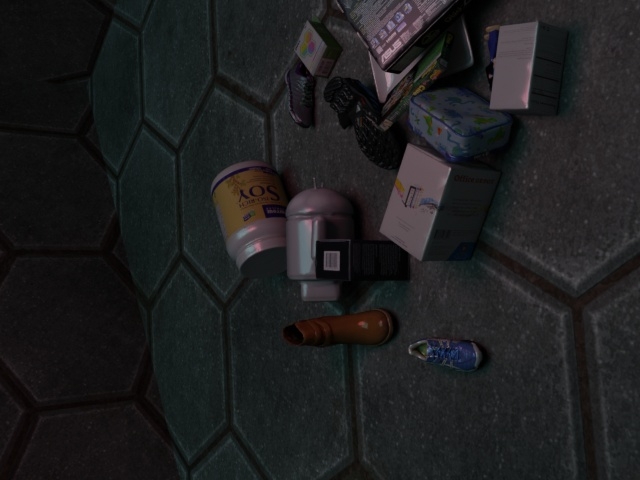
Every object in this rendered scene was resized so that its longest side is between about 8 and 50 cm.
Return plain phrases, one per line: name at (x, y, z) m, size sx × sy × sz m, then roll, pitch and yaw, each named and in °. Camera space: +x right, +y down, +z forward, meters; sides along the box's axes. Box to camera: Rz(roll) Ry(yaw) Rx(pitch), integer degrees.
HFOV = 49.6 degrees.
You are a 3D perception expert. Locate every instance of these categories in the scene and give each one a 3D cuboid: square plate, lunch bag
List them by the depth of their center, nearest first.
lunch bag at (0.321, -0.271, 1.592) m, size 0.219 × 0.176 × 0.090 m, roll 47°, pitch 148°, yaw 42°
square plate at (0.241, -0.565, 1.775) m, size 0.344 × 0.049 × 0.348 m, roll -11°, pitch 90°, yaw 54°

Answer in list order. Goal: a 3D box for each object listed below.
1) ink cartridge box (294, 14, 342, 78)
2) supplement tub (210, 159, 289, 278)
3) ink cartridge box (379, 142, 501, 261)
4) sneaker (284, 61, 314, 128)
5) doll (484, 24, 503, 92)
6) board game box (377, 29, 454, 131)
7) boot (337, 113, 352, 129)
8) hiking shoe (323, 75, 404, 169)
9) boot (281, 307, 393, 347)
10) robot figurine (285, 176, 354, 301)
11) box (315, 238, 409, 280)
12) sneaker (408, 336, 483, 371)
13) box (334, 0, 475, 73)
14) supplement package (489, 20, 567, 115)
ink cartridge box at (-0.020, -0.613, 2.167) m, size 0.109 × 0.062 × 0.209 m, roll -60°, pitch 44°, yaw 35°
supplement tub at (-0.211, -0.068, 2.271) m, size 0.241 × 0.240 × 0.332 m, roll -48°, pitch 53°, yaw 43°
ink cartridge box at (0.281, -0.090, 1.643) m, size 0.168 × 0.171 × 0.233 m, roll 39°, pitch 120°, yaw 47°
sneaker at (-0.056, -0.470, 2.201) m, size 0.098 × 0.083 × 0.224 m, roll -33°, pitch 62°, yaw 44°
doll at (0.395, -0.385, 1.561) m, size 0.129 × 0.046 × 0.189 m, roll 47°, pitch -139°, yaw -78°
board game box at (0.232, -0.387, 1.703) m, size 0.259 × 0.030 × 0.136 m, roll -42°, pitch 21°, yaw 50°
boot at (0.093, -0.358, 2.019) m, size 0.099 × 0.045 × 0.121 m, roll -36°, pitch 56°, yaw 47°
hiking shoe at (0.144, -0.332, 1.895) m, size 0.113 × 0.132 × 0.304 m, roll -40°, pitch 81°, yaw 41°
boot at (0.044, 0.245, 1.924) m, size 0.283 × 0.220 × 0.109 m, roll -5°, pitch 85°, yaw 54°
robot figurine at (0.000, 0.000, 2.009) m, size 0.300 × 0.199 × 0.354 m, roll 131°, pitch 138°, yaw -87°
box at (0.112, 0.052, 1.846) m, size 0.153 × 0.207 × 0.108 m, roll -1°, pitch 88°, yaw 53°
sneaker at (0.303, 0.278, 1.683) m, size 0.211 × 0.081 × 0.080 m, roll -6°, pitch 83°, yaw 53°
box at (0.219, -0.642, 1.629) m, size 0.395 × 0.097 × 0.318 m, roll -41°, pitch 75°, yaw 31°
supplement package at (0.443, -0.362, 1.478) m, size 0.105 × 0.105 × 0.180 m, roll 15°, pitch 101°, yaw 52°
